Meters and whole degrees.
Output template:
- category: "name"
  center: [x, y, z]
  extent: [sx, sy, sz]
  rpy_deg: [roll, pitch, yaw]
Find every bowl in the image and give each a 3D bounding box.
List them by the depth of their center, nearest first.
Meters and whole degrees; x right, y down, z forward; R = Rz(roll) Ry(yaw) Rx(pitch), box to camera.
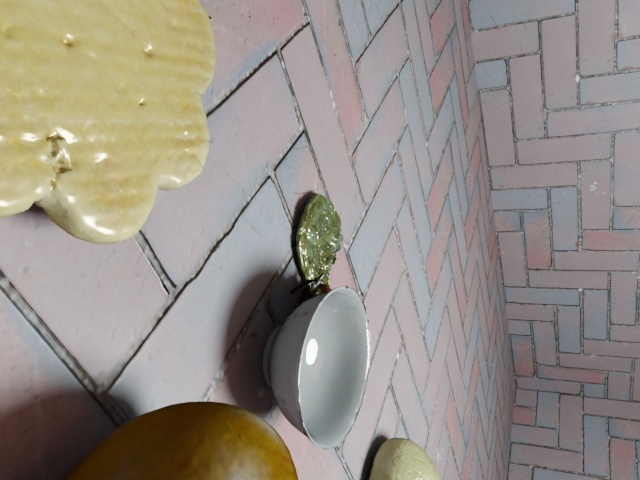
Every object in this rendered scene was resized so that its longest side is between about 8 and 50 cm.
- category: "bowl"
  center: [-0.013, 0.144, 0.639]
  extent: [0.189, 0.086, 0.188]
  rpy_deg: [-9, 100, -61]

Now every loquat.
- category: "loquat"
  center: [-0.104, 0.217, 0.363]
  extent: [0.227, 0.180, 0.179]
  rpy_deg: [-50, 133, -58]

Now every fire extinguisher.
- category: "fire extinguisher"
  center: [0.007, 0.109, 0.728]
  extent: [0.062, 0.050, 0.177]
  rpy_deg: [-48, 134, -23]

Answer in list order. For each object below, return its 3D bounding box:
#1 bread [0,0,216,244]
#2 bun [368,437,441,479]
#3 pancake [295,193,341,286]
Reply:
- category: "bread"
  center: [-0.173, -0.151, 0.360]
  extent: [0.316, 0.054, 0.315]
  rpy_deg: [-1, 90, -65]
- category: "bun"
  center: [0.160, 0.466, 0.939]
  extent: [0.222, 0.128, 0.222]
  rpy_deg: [16, 72, -63]
- category: "pancake"
  center: [-0.001, -0.003, 0.739]
  extent: [0.116, 0.023, 0.129]
  rpy_deg: [55, 42, -45]
